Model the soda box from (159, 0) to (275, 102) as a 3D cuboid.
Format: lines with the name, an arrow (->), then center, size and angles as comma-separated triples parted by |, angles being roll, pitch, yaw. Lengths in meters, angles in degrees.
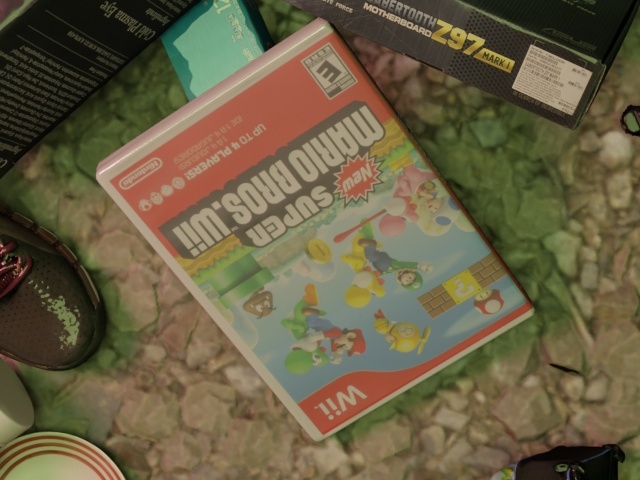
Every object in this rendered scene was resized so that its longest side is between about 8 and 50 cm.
soda box -> -0.050, -0.089, 1.287 | 0.071, 0.067, 0.210 | -25, 88, 9

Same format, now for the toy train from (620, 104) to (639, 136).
toy train -> 0.298, -0.119, 1.248 | 0.158, 0.036, 0.027 | -25, 88, 9

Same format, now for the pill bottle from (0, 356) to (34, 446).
pill bottle -> -0.326, 0.168, 1.320 | 0.193, 0.108, 0.108 | -35, 87, 8

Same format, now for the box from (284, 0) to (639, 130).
box -> 0.105, -0.177, 1.201 | 0.233, 0.183, 0.059 | 26, 118, 7

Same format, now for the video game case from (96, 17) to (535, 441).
video game case -> 0.000, 0.000, 1.235 | 0.204, 0.025, 0.285 | -32, 115, 13

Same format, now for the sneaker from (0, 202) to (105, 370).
sneaker -> -0.296, 0.002, 1.281 | 0.281, 0.162, 0.106 | 42, 98, 5

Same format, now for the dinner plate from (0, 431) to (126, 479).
dinner plate -> -0.216, 0.224, 1.351 | 0.141, 0.017, 0.141 | 0, 92, 8

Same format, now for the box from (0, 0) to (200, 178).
box -> -0.256, -0.275, 1.224 | 0.312, 0.179, 0.343 | -41, 73, 9

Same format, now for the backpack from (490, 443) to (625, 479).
backpack -> 0.176, 0.215, 1.250 | 0.084, 0.105, 0.114 | -3, 93, 31
